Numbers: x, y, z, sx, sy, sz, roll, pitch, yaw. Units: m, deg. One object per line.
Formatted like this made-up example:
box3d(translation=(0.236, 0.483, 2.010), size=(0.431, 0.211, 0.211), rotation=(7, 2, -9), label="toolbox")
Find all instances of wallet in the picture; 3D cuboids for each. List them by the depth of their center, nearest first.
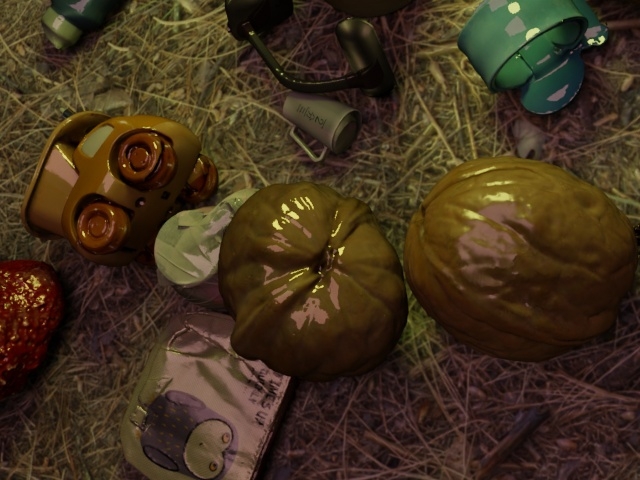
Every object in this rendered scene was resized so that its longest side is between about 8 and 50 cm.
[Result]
box3d(translation=(-0.169, 0.264, 1.860), size=(0.275, 0.068, 0.335), rotation=(22, 91, 21), label="wallet")

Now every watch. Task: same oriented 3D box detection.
box3d(translation=(0.301, -0.300, 1.696), size=(0.211, 0.193, 0.211), rotation=(-2, 83, 21), label="watch")

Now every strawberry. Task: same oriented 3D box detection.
box3d(translation=(-0.572, 0.155, 1.970), size=(0.261, 0.258, 0.261), rotation=(5, 97, 48), label="strawberry")

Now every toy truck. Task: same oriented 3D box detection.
box3d(translation=(-0.323, -0.082, 1.898), size=(0.212, 0.204, 0.288), rotation=(34, 97, 24), label="toy truck")

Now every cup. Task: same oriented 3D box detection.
box3d(translation=(-0.003, -0.181, 1.865), size=(0.116, 0.074, 0.104), rotation=(31, 107, 25), label="cup")

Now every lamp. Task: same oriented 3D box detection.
box3d(translation=(-0.029, -0.322, 1.809), size=(0.124, 0.203, 0.283), rotation=(-42, 64, -16), label="lamp")

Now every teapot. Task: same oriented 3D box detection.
box3d(translation=(-0.148, 0.017, 1.829), size=(0.222, 0.178, 0.163), rotation=(-15, 78, 17), label="teapot")

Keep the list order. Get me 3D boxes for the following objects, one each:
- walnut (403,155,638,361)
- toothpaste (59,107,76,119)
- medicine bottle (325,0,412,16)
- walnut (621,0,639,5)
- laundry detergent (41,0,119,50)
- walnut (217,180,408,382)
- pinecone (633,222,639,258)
box3d(translation=(0.273, 0.028, 1.623), size=(0.313, 0.252, 0.277), rotation=(28, 93, -6), label="walnut")
box3d(translation=(-0.423, -0.207, 2.055), size=(0.083, 0.019, 0.027), rotation=(35, 78, 18), label="toothpaste")
box3d(translation=(0.019, -0.499, 1.719), size=(0.236, 0.406, 0.235), rotation=(-3, 81, 20), label="medicine bottle")
box3d(translation=(0.454, -0.502, 1.584), size=(0.381, 0.381, 0.381), rotation=(-3, 81, 21), label="walnut")
box3d(translation=(-0.389, -0.464, 2.038), size=(0.143, 0.094, 0.290), rotation=(40, 97, 18), label="laundry detergent")
box3d(translation=(-0.014, 0.066, 1.686), size=(0.296, 0.285, 0.285), rotation=(41, 98, 5), label="walnut")
box3d(translation=(0.475, 0.004, 1.649), size=(0.077, 0.077, 0.083), rotation=(-20, 79, 17), label="pinecone")
